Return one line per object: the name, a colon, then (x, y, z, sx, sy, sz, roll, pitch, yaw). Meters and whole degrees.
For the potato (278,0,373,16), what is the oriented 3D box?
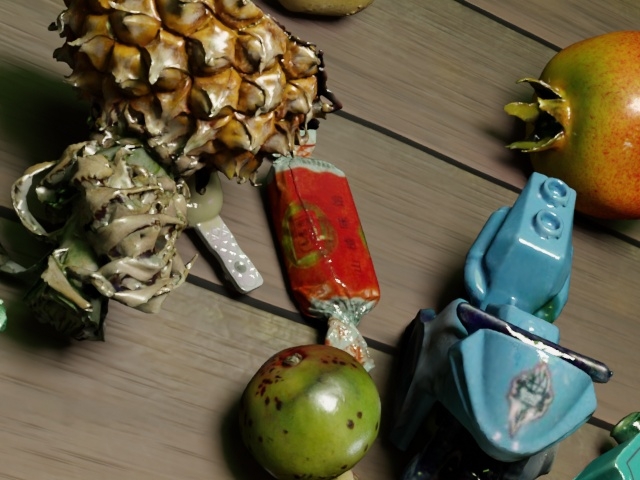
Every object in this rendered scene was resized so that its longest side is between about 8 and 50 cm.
potato: (0.007, -0.316, 1.402, 0.175, 0.137, 0.137, -14, 65, -18)

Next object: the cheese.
cheese: (-0.116, -0.032, 1.156, 0.097, 0.037, 0.192, -25, 74, -43)

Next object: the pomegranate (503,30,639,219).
pomegranate: (0.327, -0.135, 1.425, 0.256, 0.221, 0.221, 5, 55, -27)

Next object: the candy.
candy: (0.001, 0.000, 1.201, 0.086, 0.059, 0.292, 4, 57, -35)

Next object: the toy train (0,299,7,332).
toy train: (-0.297, 0.071, 0.926, 0.099, 0.081, 0.149, 32, 51, -12)

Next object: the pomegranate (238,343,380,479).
pomegranate: (-0.010, 0.150, 1.048, 0.130, 0.130, 0.130, 19, 49, -23)

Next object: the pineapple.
pineapple: (-0.152, -0.053, 1.014, 0.262, 0.262, 0.272, 29, 70, -14)

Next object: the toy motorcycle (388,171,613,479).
toy motorcycle: (0.174, 0.093, 1.129, 0.172, 0.232, 0.416, 26, 45, -1)

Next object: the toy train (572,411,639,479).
toy train: (0.343, 0.267, 1.215, 0.154, 0.107, 0.198, -31, 79, -37)
